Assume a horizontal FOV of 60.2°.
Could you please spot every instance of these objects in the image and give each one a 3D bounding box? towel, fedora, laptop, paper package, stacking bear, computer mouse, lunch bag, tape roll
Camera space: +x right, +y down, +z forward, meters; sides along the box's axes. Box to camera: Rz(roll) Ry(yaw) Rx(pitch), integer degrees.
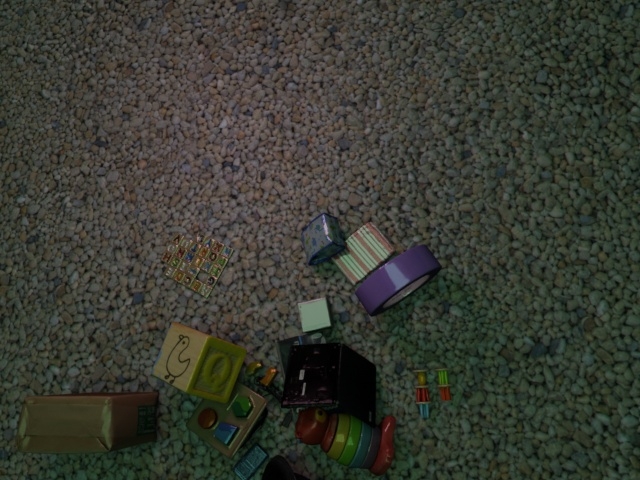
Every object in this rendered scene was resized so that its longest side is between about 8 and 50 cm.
[{"bbox_3d":[0.144,0.046,1.913,0.197,0.029,0.144,-40,73,1],"label":"towel"},{"bbox_3d":[-0.067,0.809,1.650,0.152,0.334,0.334,9,76,-24],"label":"fedora"},{"bbox_3d":[0.032,0.449,1.716,0.264,0.137,0.234,-6,38,11],"label":"laptop"},{"bbox_3d":[-0.228,0.726,1.805,0.067,0.029,0.119,41,87,15],"label":"towel"},{"bbox_3d":[-0.724,0.577,1.767,0.309,0.325,0.168,-3,76,9],"label":"paper package"},{"bbox_3d":[0.063,0.595,1.684,0.288,0.164,0.175,20,36,-4],"label":"stacking bear"},{"bbox_3d":[-0.199,0.597,1.819,0.184,0.060,0.262,27,71,18],"label":"computer mouse"},{"bbox_3d":[0.000,0.000,1.900,0.151,0.096,0.129,-33,55,30],"label":"lunch bag"},{"bbox_3d":[0.247,0.128,1.745,0.274,0.275,0.090,-35,73,0],"label":"tape roll"}]

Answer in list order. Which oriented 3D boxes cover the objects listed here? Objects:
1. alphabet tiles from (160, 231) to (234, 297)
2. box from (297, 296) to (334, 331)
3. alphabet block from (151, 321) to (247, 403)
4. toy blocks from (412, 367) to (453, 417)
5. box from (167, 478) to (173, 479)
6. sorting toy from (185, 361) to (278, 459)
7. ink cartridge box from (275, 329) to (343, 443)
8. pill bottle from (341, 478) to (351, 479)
[{"bbox_3d":[-0.461,0.070,2.012,0.237,0.009,0.198,26,82,14],"label":"alphabet tiles"},{"bbox_3d":[-0.014,0.252,1.854,0.101,0.087,0.102,-13,75,6],"label":"box"},{"bbox_3d":[-0.392,0.395,1.791,0.197,0.193,0.193,9,75,40],"label":"alphabet block"},{"bbox_3d":[0.361,0.485,1.755,0.123,0.054,0.148,-5,76,8],"label":"toy blocks"},{"bbox_3d":[-0.593,0.859,1.803,0.232,0.087,0.058,-26,76,1],"label":"box"},{"bbox_3d":[-0.284,0.524,1.813,0.229,0.041,0.307,22,68,32],"label":"sorting toy"},{"bbox_3d":[-0.030,0.473,1.796,0.165,0.065,0.333,-13,75,-13],"label":"ink cartridge box"},{"bbox_3d":[0.077,0.852,1.678,0.121,0.121,0.216,-16,74,5],"label":"pill bottle"}]
